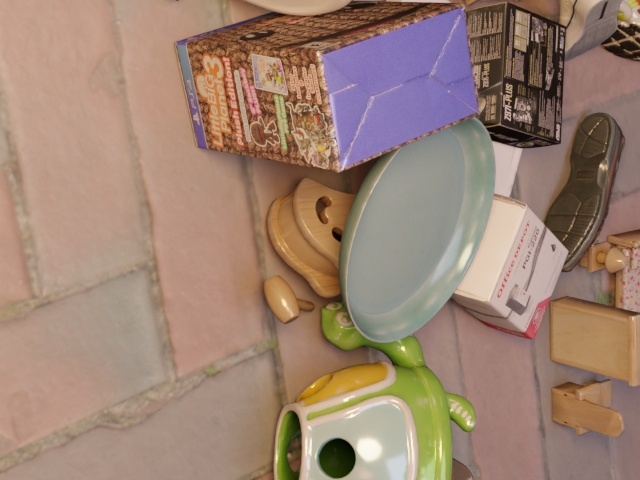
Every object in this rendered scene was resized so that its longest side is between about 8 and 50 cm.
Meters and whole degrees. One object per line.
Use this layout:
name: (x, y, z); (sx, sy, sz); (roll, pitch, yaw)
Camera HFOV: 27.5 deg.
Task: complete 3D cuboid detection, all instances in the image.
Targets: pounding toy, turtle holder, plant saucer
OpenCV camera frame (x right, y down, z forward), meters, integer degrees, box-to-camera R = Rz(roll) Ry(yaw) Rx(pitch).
pounding toy: (0.000, 0.000, 1.771); (0.269, 0.155, 0.154); (-27, 86, -42)
turtle holder: (0.067, 0.261, 1.766); (0.227, 0.243, 0.320); (6, 105, -20)
plant saucer: (0.121, -0.021, 1.694); (0.317, 0.044, 0.317); (-33, 136, -38)

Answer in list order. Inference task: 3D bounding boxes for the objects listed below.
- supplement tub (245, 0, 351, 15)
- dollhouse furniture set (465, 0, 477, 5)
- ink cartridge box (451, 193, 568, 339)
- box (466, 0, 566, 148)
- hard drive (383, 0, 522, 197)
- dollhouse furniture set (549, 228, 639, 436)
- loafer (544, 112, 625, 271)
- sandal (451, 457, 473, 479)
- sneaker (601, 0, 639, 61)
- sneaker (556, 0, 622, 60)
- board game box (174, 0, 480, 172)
supplement tub: (-0.020, -0.449, 1.571); (0.193, 0.193, 0.316); (24, 70, -39)
dollhouse furniture set: (0.225, -0.430, 1.880); (0.182, 0.101, 0.161); (-11, 81, -36)
ink cartridge box: (0.275, 0.040, 1.945); (0.218, 0.092, 0.158); (35, 76, -56)
box: (0.278, -0.234, 1.881); (0.147, 0.077, 0.180); (9, 81, -44)
hard drive: (0.189, -0.216, 1.878); (0.319, 0.040, 0.210); (33, 66, -38)
dollhouse furniture set: (0.568, 0.147, 2.187); (0.355, 0.174, 0.303); (-12, 106, -37)
loafer: (0.435, -0.069, 2.095); (0.084, 0.096, 0.267); (26, 79, -45)
sandal: (0.160, 0.352, 1.968); (0.219, 0.060, 0.090); (36, 76, -37)
sneaker: (0.483, -0.383, 2.070); (0.279, 0.107, 0.118); (37, 66, -39)
sneaker: (0.392, -0.351, 1.948); (0.094, 0.258, 0.091); (-23, 76, -7)
board game box: (0.006, -0.198, 1.594); (0.232, 0.291, 0.141); (-24, 113, -34)
